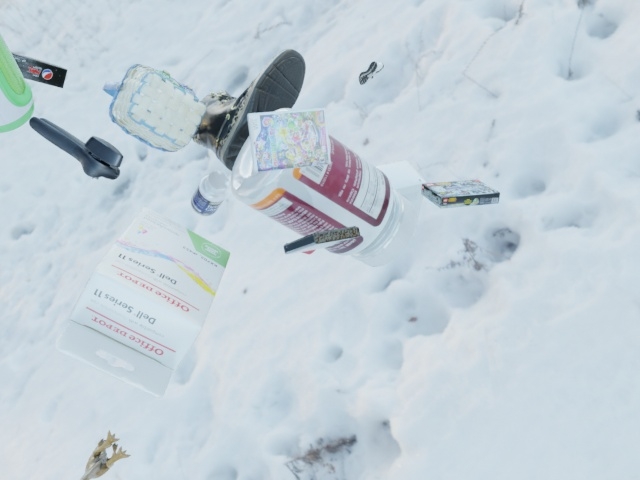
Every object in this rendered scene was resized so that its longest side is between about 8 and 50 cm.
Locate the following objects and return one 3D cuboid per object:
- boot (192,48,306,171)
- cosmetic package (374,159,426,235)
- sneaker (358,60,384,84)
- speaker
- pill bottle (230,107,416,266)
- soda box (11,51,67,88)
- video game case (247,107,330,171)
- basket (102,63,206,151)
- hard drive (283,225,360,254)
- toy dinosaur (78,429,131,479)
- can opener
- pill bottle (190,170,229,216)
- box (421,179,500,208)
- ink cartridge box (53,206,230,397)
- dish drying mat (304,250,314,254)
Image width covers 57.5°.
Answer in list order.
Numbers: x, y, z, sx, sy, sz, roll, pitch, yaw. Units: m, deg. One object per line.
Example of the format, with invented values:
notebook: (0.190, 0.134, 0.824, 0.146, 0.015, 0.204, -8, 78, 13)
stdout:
boot: (-0.222, -0.396, 1.696, 0.284, 0.138, 0.377, 30, 93, 49)
cosmetic package: (0.191, -0.113, 1.851, 0.224, 0.224, 0.138, -14, 47, -19)
sneaker: (0.160, -0.520, 1.822, 0.109, 0.044, 0.040, -29, 77, 54)
speaker: (-0.589, -0.321, 0.971, 0.131, 0.296, 0.131, 0, 56, 0)
pill bottle: (0.019, -0.102, 1.302, 0.224, 0.392, 0.224, -33, 41, 35)
soda box: (-0.788, -0.469, 1.596, 0.053, 0.169, 0.060, 29, 105, 35)
video game case: (-0.046, -0.153, 0.885, 0.122, 0.087, 0.011, -8, 11, -17)
basket: (-0.459, -0.365, 1.636, 0.289, 0.255, 0.201, 12, 76, 53)
hard drive: (0.000, 0.000, 1.082, 0.135, 0.094, 0.022, -20, 81, 62)
toy dinosaur: (-0.424, 0.430, 1.104, 0.112, 0.064, 0.211, -46, 2, 0)
can opener: (-0.441, -0.170, 1.059, 0.186, 0.059, 0.073, 30, 89, 6)
pill bottle: (-0.349, -0.151, 1.858, 0.169, 0.094, 0.094, -43, 29, 54)
box: (0.296, -0.100, 1.239, 0.137, 0.027, 0.094, -6, 24, -16)
ink cartridge box: (-0.304, 0.095, 1.062, 0.119, 0.207, 0.353, -55, 13, 23)
dish drying mat: (-0.047, 0.032, 1.942, 0.032, 0.083, 0.008, -40, 62, 19)
